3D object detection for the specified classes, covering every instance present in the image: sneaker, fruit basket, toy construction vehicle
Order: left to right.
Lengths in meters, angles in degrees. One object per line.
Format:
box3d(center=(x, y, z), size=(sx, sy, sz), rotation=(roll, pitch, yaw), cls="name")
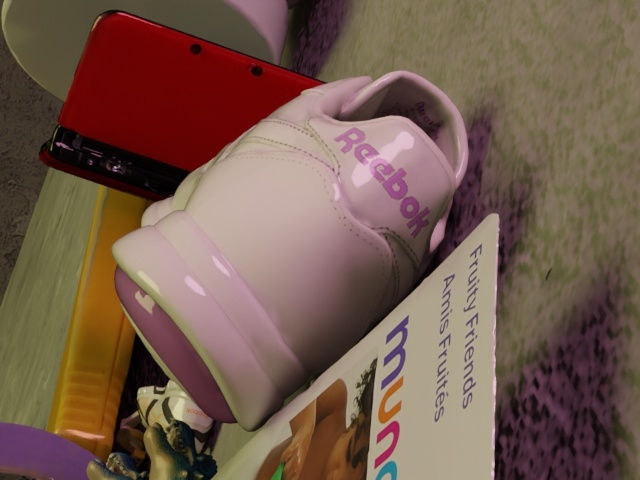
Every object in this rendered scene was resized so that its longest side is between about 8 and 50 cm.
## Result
box3d(center=(-0.123, 0.159, 1.160), size=(0.098, 0.035, 0.086), rotation=(123, 161, -48), cls="toy construction vehicle")
box3d(center=(-0.059, 0.198, 0.563), size=(0.353, 0.165, 0.327), rotation=(128, 157, -47), cls="fruit basket")
box3d(center=(-0.090, 0.110, 1.080), size=(0.109, 0.040, 0.044), rotation=(146, 138, -70), cls="sneaker")
box3d(center=(0.000, 0.000, 0.773), size=(0.152, 0.114, 0.305), rotation=(-39, 5, 1), cls="sneaker")

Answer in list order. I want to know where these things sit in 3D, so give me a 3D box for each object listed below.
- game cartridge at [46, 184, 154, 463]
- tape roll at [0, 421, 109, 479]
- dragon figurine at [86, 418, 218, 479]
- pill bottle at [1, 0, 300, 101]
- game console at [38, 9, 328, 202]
box3d(center=(-0.169, 0.108, 1.326), size=(0.285, 0.052, 0.324), rotation=(110, 168, -47), cls="game cartridge")
box3d(center=(-0.187, 0.203, 1.024), size=(0.080, 0.189, 0.189), rotation=(123, 161, -47), cls="tape roll")
box3d(center=(-0.092, 0.203, 0.853), size=(0.085, 0.144, 0.289), rotation=(-59, 37, 39), cls="dragon figurine")
box3d(center=(-0.081, -0.268, 1.176), size=(0.210, 0.210, 0.363), rotation=(128, 157, -56), cls="pill bottle")
box3d(center=(-0.076, -0.063, 1.024), size=(0.124, 0.144, 0.085), rotation=(178, 110, -77), cls="game console")
